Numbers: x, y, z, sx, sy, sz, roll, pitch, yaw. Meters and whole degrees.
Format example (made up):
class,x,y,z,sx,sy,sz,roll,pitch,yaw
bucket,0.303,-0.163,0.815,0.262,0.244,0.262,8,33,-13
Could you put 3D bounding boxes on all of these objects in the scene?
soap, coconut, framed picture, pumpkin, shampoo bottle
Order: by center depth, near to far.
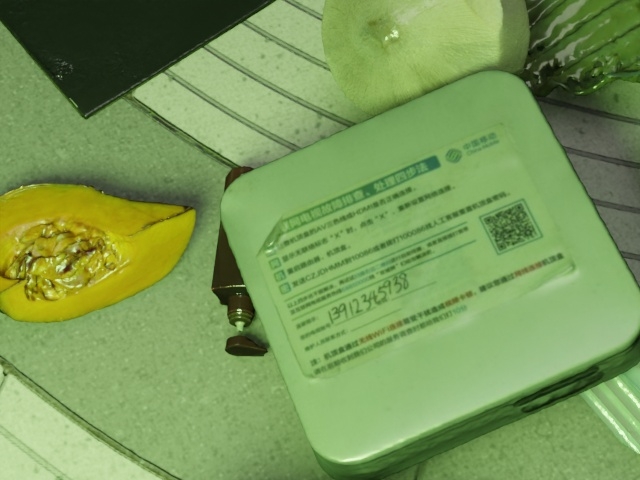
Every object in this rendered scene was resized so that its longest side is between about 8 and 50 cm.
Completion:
class,x,y,z,sx,sy,sz,roll,pitch,yaw
soap,0.355,0.147,1.770,0.091,0.145,0.230,-35,71,-19
pumpkin,-0.299,0.000,1.855,0.278,0.111,0.163,-24,50,-12
shampoo bottle,-0.091,0.027,1.860,0.068,0.067,0.236,-1,63,8
coconut,0.127,-0.259,1.897,0.237,0.266,0.237,4,98,29
framed picture,-0.253,-0.328,2.066,0.324,0.013,0.244,-34,69,-19

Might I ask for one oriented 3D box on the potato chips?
class,x,y,z,sx,sy,sz,roll,pitch,yaw
potato chips,0.392,-0.336,2.053,0.389,0.097,0.373,-10,58,-6

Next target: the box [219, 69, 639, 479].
class,x,y,z,sx,sy,sz,roll,pitch,yaw
box,0.119,0.032,1.724,0.396,0.111,0.396,-23,61,0
